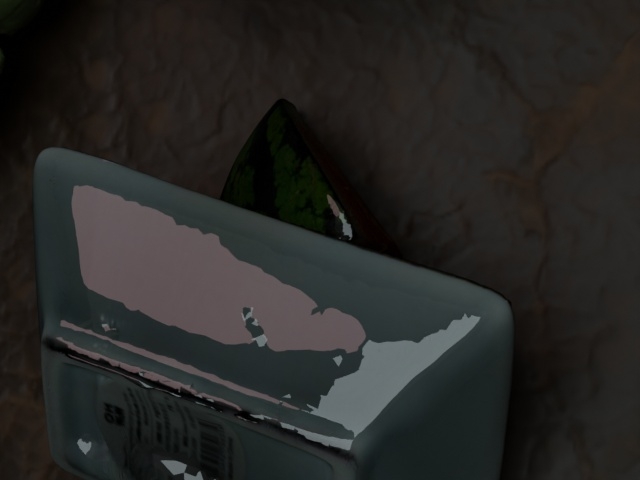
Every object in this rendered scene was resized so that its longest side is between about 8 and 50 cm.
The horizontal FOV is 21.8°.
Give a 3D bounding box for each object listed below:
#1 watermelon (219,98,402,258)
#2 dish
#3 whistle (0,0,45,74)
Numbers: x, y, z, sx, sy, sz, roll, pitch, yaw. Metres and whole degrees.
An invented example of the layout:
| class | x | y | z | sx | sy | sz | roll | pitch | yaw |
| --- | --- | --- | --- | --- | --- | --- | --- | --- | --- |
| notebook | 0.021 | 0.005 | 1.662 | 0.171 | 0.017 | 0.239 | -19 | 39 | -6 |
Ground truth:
| class | x | y | z | sx | sy | sz | roll | pitch | yaw |
| --- | --- | --- | --- | --- | --- | --- | --- | --- | --- |
| watermelon | 0.000 | 0.000 | 0.800 | 0.094 | 0.135 | 0.125 | 19 | 88 | -20 |
| dish | -0.041 | 0.078 | 0.759 | 0.243 | 0.080 | 0.182 | 19 | 131 | 20 |
| whistle | -0.221 | -0.102 | 0.872 | 0.131 | 0.106 | 0.288 | 30 | 94 | 22 |
